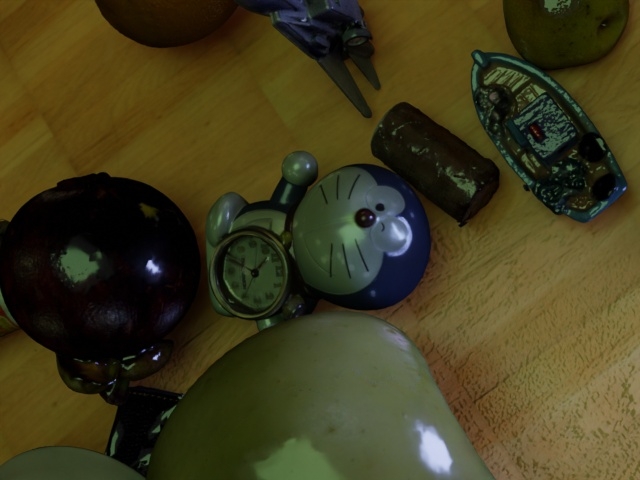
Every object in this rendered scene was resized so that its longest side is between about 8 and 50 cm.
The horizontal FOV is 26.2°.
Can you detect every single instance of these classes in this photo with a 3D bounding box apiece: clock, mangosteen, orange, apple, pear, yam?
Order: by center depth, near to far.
[{"bbox_3d":[0.002,0.252,1.329,0.357,0.357,0.357,-3,80,20],"label":"apple"},{"bbox_3d":[0.254,-0.254,1.457,0.141,0.104,0.141,-5,77,23],"label":"pear"},{"bbox_3d":[0.000,0.000,1.485,0.243,0.146,0.200,-8,84,23],"label":"clock"},{"bbox_3d":[0.125,-0.083,1.489,0.141,0.079,0.079,38,95,21],"label":"yam"},{"bbox_3d":[-0.241,0.057,1.535,0.228,0.228,0.265,-3,103,20],"label":"mangosteen"},{"bbox_3d":[-0.170,-0.323,1.576,0.206,0.206,0.206,-3,80,20],"label":"orange"}]

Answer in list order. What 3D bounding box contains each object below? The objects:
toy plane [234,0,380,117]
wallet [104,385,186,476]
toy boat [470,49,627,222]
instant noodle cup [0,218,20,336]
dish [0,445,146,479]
[{"bbox_3d":[-0.015,-0.250,1.466,0.088,0.267,0.212,-21,74,21],"label":"toy plane"},{"bbox_3d":[-0.150,0.304,1.532,0.221,0.071,0.262,8,78,22],"label":"wallet"},{"bbox_3d":[0.228,-0.115,1.445,0.100,0.097,0.223,-39,71,7],"label":"toy boat"},{"bbox_3d":[-0.454,0.062,1.634,0.212,0.193,0.193,-16,76,9],"label":"instant noodle cup"},{"bbox_3d":[-0.275,0.383,1.463,0.316,0.106,0.316,6,106,21],"label":"dish"}]
